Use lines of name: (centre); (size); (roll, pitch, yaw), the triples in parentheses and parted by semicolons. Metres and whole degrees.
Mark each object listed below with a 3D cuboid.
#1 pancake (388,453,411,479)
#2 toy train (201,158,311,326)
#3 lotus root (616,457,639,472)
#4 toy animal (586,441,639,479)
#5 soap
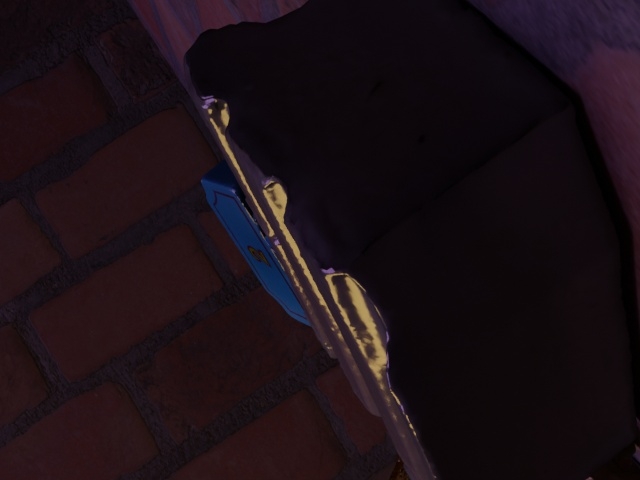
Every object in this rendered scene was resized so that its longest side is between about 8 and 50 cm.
pancake: (0.161, 0.332, 1.579); (0.387, 0.082, 0.387); (11, -90, -89)
toy train: (-0.020, -0.018, 1.425); (0.265, 0.188, 0.300); (19, 146, 53)
lotus root: (0.321, 0.288, 1.039); (0.122, 0.081, 0.112); (55, -179, 22)
toy animal: (0.291, 0.233, 0.930); (0.086, 0.069, 0.219); (17, -171, -45)
soap: (0.091, 0.022, 0.834); (0.350, 0.212, 0.435); (55, 174, 41)
